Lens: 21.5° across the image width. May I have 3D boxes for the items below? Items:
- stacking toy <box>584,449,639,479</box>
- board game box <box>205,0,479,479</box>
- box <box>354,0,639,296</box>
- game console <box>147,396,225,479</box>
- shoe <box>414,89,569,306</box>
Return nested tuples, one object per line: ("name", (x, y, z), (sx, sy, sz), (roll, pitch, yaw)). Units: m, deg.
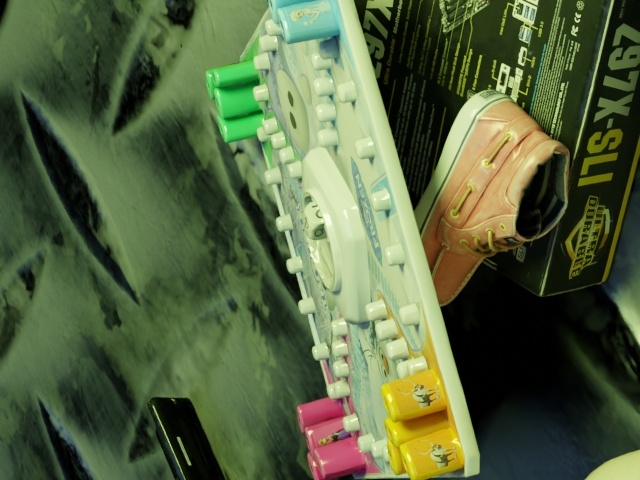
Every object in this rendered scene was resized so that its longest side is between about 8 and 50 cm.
("stacking toy", (0.311, 0.347, 1.007), (0.480, 0.350, 0.350), (50, 136, 5))
("board game box", (0.000, 0.000, 1.314), (0.390, 0.050, 0.390), (143, 112, -76))
("box", (0.130, -0.156, 1.232), (0.257, 0.079, 0.322), (35, 124, 43))
("game console", (-0.141, 0.223, 1.658), (0.071, 0.107, 0.122), (-33, 72, 19))
("shoe", (0.114, -0.010, 1.177), (0.081, 0.063, 0.178), (45, 128, 39))
